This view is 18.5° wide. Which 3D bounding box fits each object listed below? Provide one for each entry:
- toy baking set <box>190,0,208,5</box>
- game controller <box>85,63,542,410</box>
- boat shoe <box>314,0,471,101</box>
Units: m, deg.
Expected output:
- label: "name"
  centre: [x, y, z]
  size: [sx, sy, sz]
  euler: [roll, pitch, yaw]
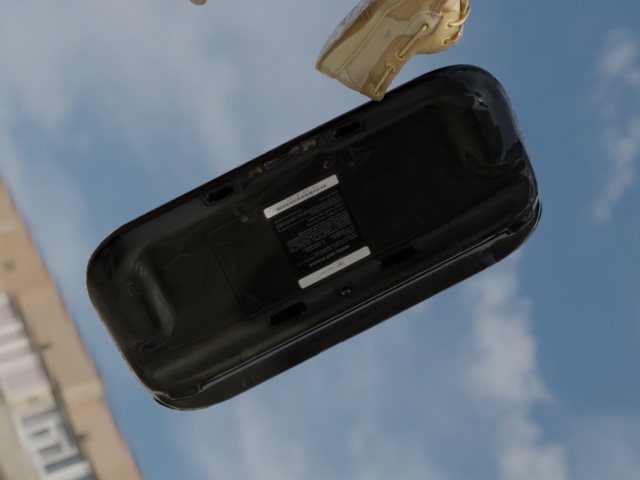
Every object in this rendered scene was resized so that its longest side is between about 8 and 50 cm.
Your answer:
- label: "toy baking set"
  centre: [-0.070, -0.242, 1.090]
  size: [0.256, 0.030, 0.197]
  euler: [-25, -93, 42]
- label: "game controller"
  centre: [0.000, 0.000, 1.357]
  size: [0.166, 0.319, 0.067]
  euler: [65, -3, -31]
- label: "boat shoe"
  centre: [0.064, -0.143, 1.214]
  size: [0.059, 0.063, 0.170]
  euler: [36, -39, -12]
